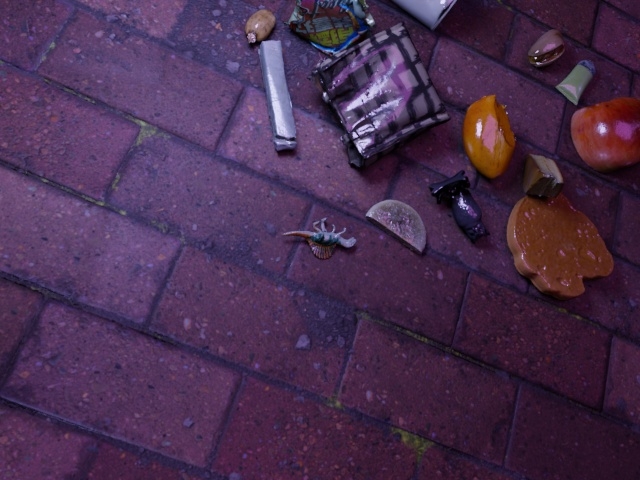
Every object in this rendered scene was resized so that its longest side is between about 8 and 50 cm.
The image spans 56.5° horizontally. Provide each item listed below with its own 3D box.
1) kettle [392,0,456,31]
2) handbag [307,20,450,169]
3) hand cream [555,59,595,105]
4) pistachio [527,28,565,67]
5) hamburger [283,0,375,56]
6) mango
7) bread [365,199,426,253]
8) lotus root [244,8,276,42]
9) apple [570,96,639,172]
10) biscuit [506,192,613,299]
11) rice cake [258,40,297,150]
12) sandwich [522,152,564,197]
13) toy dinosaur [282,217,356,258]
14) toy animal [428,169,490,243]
[{"bbox_3d":[0.295,-0.844,1.909,0.318,0.265,0.205,34,98,-4],"label":"kettle"},{"bbox_3d":[0.168,-0.417,1.711,0.326,0.162,0.325,-31,97,-20],"label":"handbag"},{"bbox_3d":[0.888,-0.552,2.059,0.095,0.046,0.175,41,72,-2],"label":"hand cream"},{"bbox_3d":[0.768,-0.649,2.023,0.149,0.113,0.113,-31,83,-16],"label":"pistachio"},{"bbox_3d":[0.039,-0.674,1.717,0.260,0.276,0.151,19,70,-3],"label":"hamburger"},{"bbox_3d":[0.512,-0.308,1.820,0.153,0.126,0.252,2,79,-28],"label":"mango"},{"bbox_3d":[0.233,-0.058,1.699,0.192,0.036,0.112,35,65,-4],"label":"bread"},{"bbox_3d":[-0.178,-0.628,1.744,0.072,0.063,0.152,34,62,-15],"label":"lotus root"},{"bbox_3d":[1.001,-0.370,1.969,0.292,0.163,0.252,-16,79,-23],"label":"apple"},{"bbox_3d":[0.718,0.019,1.811,0.351,0.057,0.312,42,66,1],"label":"biscuit"},{"bbox_3d":[-0.122,-0.412,1.690,0.066,0.063,0.337,-5,74,-15],"label":"rice cake"},{"bbox_3d":[0.675,-0.191,1.812,0.094,0.096,0.258,11,26,8],"label":"sandwich"},{"bbox_3d":[0.001,0.000,1.609,0.187,0.044,0.106,-22,96,-23],"label":"toy dinosaur"},{"bbox_3d":[0.418,-0.094,1.758,0.210,0.121,0.117,61,21,-10],"label":"toy animal"}]
